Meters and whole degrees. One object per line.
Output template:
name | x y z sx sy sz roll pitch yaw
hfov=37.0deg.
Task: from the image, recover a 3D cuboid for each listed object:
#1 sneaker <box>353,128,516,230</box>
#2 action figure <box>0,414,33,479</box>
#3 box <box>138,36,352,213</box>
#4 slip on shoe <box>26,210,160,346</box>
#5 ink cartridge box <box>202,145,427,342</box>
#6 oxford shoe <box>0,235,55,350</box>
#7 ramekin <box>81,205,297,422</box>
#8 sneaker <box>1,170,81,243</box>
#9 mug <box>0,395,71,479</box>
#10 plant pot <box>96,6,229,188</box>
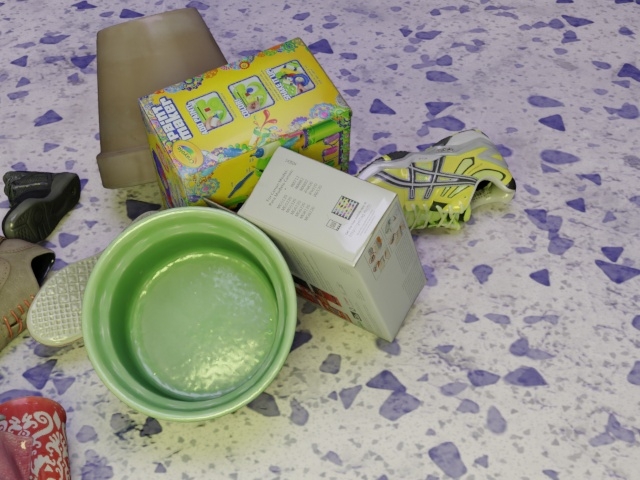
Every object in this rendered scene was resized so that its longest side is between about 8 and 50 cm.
sneaker | 0.191 -0.082 1.743 0.385 0.145 0.147 -26 56 -20
action figure | -0.400 0.374 1.065 0.248 0.275 0.370 -13 69 -4
box | -0.114 -0.127 1.543 0.279 0.290 0.177 -24 61 -15
slip on shoe | -0.352 0.073 1.580 0.123 0.101 0.331 37 45 5
ink cartridge box | 0.000 0.000 1.480 0.272 0.309 0.130 24 73 23
oxford shoe | -0.508 0.107 1.523 0.130 0.123 0.348 3 40 -4
ramekin | -0.178 0.114 1.391 0.304 0.148 0.303 -1 77 3
sneaker | -0.545 -0.063 1.756 0.130 0.087 0.227 5 31 12
mug | -0.397 0.322 1.289 0.113 0.150 0.169 20 30 -37
plant pot | -0.286 -0.271 1.774 0.323 0.280 0.323 -15 12 3
